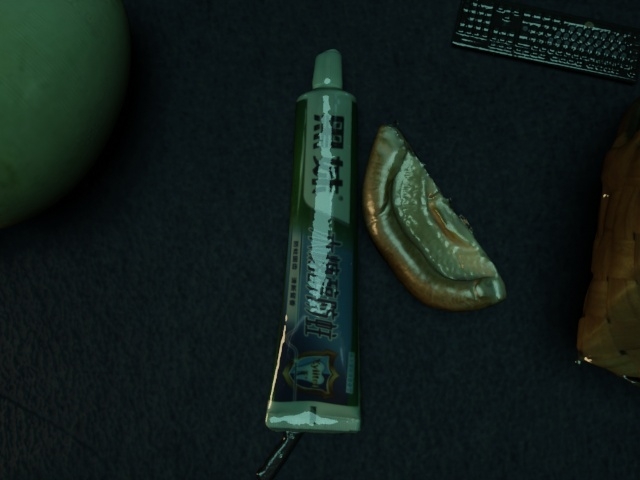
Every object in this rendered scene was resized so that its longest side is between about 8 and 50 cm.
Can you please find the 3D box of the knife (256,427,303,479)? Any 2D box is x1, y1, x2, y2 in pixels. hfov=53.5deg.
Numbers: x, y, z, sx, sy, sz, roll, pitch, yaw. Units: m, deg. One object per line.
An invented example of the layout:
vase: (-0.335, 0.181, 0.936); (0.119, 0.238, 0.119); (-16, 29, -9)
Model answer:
knife: (-0.018, 0.181, 0.662); (0.023, 0.010, 0.170); (34, 86, -1)

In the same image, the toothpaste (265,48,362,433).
toothpaste: (0.000, 0.000, 0.648); (0.099, 0.061, 0.392); (2, 88, 2)

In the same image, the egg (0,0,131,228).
egg: (-0.299, -0.144, 0.599); (0.218, 0.218, 0.295); (39, 73, 5)

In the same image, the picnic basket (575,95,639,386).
picnic basket: (0.396, -0.035, 0.548); (0.293, 0.337, 0.337); (21, 87, 11)

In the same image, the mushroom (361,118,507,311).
mushroom: (0.099, -0.013, 0.638); (0.094, 0.072, 0.209); (-34, 81, -2)

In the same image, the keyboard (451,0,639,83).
keyboard: (0.243, -0.215, 0.676); (0.198, 0.010, 0.063); (13, 85, 4)
